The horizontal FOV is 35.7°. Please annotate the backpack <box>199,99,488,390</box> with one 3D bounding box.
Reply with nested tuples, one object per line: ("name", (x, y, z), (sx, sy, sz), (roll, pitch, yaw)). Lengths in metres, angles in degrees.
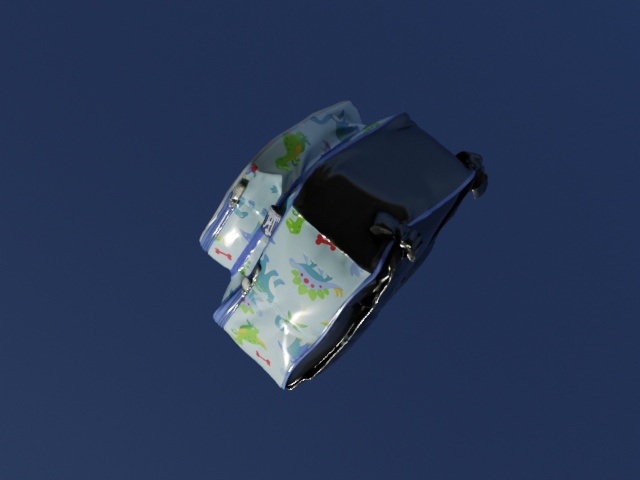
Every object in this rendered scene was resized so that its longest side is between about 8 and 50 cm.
("backpack", (0.000, 0.000, 0.440), (0.084, 0.105, 0.114), (40, -52, 9))
